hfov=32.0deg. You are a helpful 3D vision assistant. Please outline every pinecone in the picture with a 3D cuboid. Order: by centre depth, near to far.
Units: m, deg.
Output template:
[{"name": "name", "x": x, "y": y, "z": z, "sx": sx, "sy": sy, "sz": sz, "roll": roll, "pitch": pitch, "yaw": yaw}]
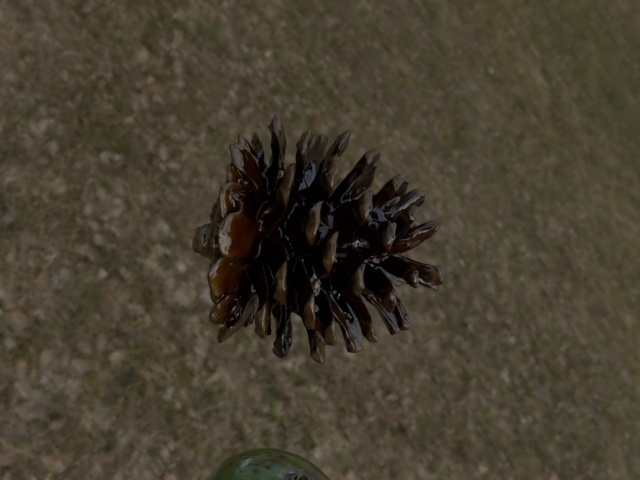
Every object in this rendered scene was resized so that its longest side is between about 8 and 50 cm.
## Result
[{"name": "pinecone", "x": 0.001, "y": 0.010, "z": 1.153, "sx": 0.264, "sy": 0.264, "sz": 0.264, "roll": 41, "pitch": 28, "yaw": -28}]

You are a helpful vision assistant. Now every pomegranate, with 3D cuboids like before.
[{"name": "pomegranate", "x": -0.074, "y": 0.348, "z": 1.293, "sx": 0.182, "sy": 0.224, "sz": 0.181, "roll": 18, "pitch": 37, "yaw": -14}]
